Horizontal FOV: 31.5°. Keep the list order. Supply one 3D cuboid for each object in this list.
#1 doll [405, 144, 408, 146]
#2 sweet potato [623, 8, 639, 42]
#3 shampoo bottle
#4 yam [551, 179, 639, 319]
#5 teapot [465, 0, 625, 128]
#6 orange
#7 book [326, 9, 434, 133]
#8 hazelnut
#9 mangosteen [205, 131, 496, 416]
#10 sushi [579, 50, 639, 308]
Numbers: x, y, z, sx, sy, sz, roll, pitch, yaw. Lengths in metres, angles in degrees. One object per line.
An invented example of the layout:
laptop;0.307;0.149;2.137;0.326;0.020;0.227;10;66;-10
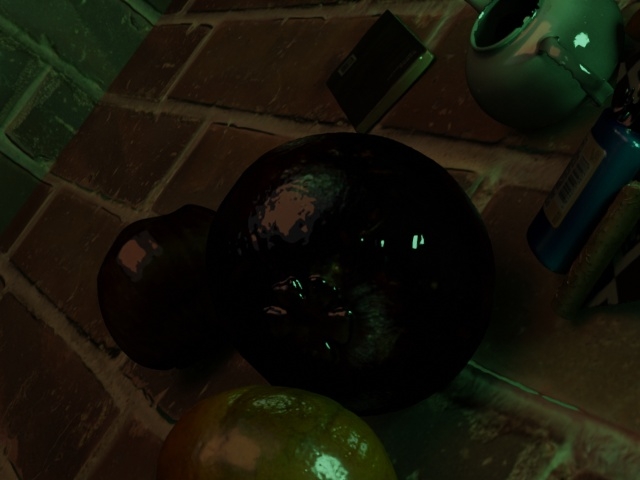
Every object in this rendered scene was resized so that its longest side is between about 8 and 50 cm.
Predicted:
doll;0.000;0.000;1.411;0.314;0.141;0.177;-39;7;12
sweet potato;0.393;-0.230;1.160;0.068;0.060;0.206;-51;33;-16
shampoo bottle;0.261;-0.060;1.075;0.087;0.050;0.183;-91;26;-61
yam;0.257;0.009;1.043;0.032;0.032;0.145;-106;38;-59
teapot;0.249;-0.224;1.301;0.193;0.129;0.294;-48;26;10
orange;-0.036;0.237;1.067;0.240;0.240;0.171;-25;20;43
book;0.085;-0.260;1.733;0.160;0.024;0.228;-47;26;12
hazelnut;-0.204;0.065;1.589;0.234;0.218;0.218;-46;27;12
mangosteen;0.039;0.026;1.160;0.297;0.297;0.293;-21;9;46
sushi;0.348;-0.073;1.008;0.292;0.059;0.294;-26;45;67
